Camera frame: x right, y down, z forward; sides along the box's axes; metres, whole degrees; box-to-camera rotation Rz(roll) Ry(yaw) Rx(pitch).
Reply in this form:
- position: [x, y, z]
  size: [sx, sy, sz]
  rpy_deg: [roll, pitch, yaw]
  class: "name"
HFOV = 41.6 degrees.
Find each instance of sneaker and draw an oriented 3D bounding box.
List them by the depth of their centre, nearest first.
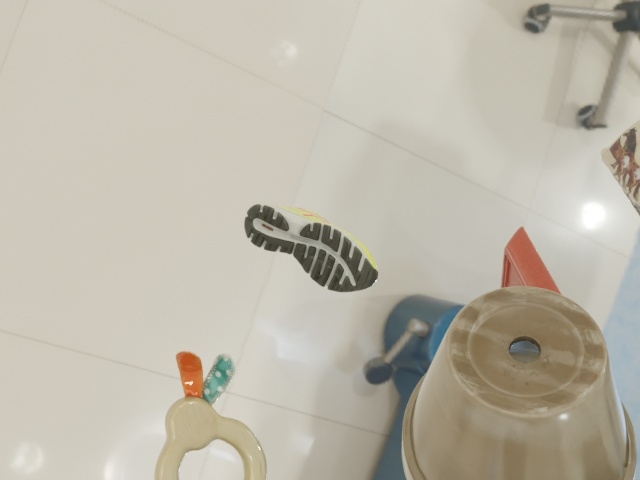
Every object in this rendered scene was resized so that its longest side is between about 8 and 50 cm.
- position: [0.000, 0.000, 1.158]
  size: [0.094, 0.208, 0.082]
  rpy_deg: [-11, 127, -58]
  class: "sneaker"

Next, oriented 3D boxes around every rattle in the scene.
- position: [-0.137, 0.226, 0.959]
  size: [0.130, 0.143, 0.200]
  rpy_deg: [-17, 84, -8]
  class: "rattle"

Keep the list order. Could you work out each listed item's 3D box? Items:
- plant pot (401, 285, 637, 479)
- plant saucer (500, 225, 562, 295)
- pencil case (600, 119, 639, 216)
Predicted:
- position: [0.260, 0.215, 1.104]
  size: [0.323, 0.323, 0.280]
  rpy_deg: [-36, 142, -21]
  class: "plant pot"
- position: [0.408, 0.148, 1.656]
  size: [0.047, 0.259, 0.259]
  rpy_deg: [-8, 129, -4]
  class: "plant saucer"
- position: [0.556, -0.010, 1.127]
  size: [0.160, 0.183, 0.410]
  rpy_deg: [18, 43, -57]
  class: "pencil case"
